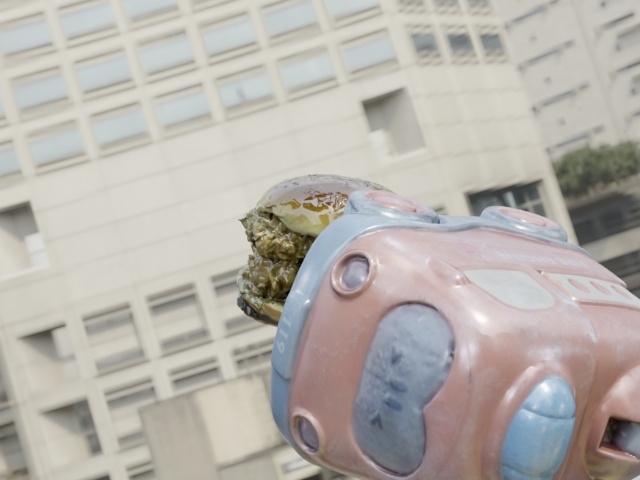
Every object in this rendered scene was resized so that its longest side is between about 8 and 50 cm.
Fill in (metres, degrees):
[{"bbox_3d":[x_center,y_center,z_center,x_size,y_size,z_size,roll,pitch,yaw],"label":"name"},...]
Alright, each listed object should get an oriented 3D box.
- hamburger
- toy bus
[{"bbox_3d":[0.000,0.000,1.096,0.184,0.131,0.159,16,24,35],"label":"hamburger"},{"bbox_3d":[0.125,0.094,0.884,0.294,0.197,0.231,6,16,-38],"label":"toy bus"}]
